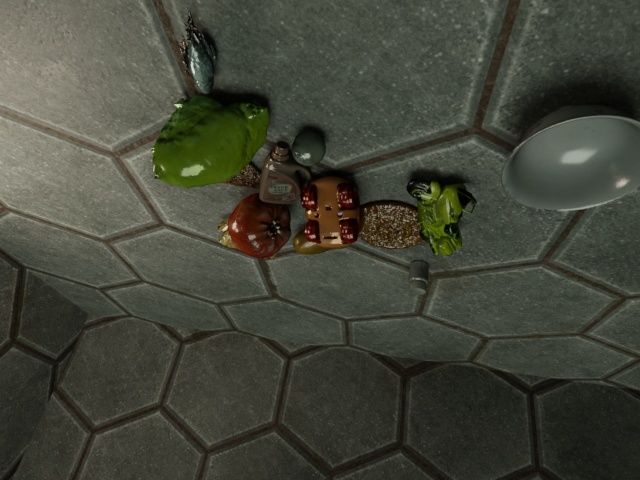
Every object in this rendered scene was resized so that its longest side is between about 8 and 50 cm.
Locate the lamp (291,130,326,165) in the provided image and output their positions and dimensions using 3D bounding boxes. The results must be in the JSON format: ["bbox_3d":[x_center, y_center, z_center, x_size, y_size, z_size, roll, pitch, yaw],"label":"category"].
[{"bbox_3d":[-0.035,-0.273,1.305,0.105,0.105,0.105,8,149,5],"label":"lamp"}]

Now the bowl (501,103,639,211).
[{"bbox_3d":[0.636,-0.233,1.105,0.346,0.157,0.345,7,149,4],"label":"bowl"}]

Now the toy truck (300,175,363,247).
[{"bbox_3d":[0.057,-0.098,1.519,0.189,0.239,0.264,0,106,18],"label":"toy truck"}]

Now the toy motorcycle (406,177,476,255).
[{"bbox_3d":[0.411,-0.084,1.451,0.206,0.142,0.342,16,152,32],"label":"toy motorcycle"}]

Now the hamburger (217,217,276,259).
[{"bbox_3d":[-0.291,-0.025,1.799,0.262,0.124,0.131,17,131,-19],"label":"hamburger"}]

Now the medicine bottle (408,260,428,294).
[{"bbox_3d":[0.414,0.158,1.849,0.080,0.130,0.080,8,150,5],"label":"medicine bottle"}]

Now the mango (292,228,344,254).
[{"bbox_3d":[0.000,0.000,1.756,0.228,0.099,0.136,-2,143,6],"label":"mango"}]

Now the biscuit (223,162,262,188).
[{"bbox_3d":[-0.268,-0.231,1.524,0.237,0.026,0.131,9,151,5],"label":"biscuit"}]

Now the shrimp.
[{"bbox_3d":[-0.305,-0.471,1.097,0.090,0.079,0.233,-22,151,-16],"label":"shrimp"}]

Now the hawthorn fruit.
[{"bbox_3d":[-0.243,-0.061,1.627,0.272,0.242,0.242,9,157,49],"label":"hawthorn fruit"}]

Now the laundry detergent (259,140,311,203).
[{"bbox_3d":[-0.108,-0.221,1.444,0.171,0.076,0.237,4,141,-17],"label":"laundry detergent"}]

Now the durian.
[{"bbox_3d":[-0.323,-0.278,1.258,0.256,0.339,0.204,31,172,11],"label":"durian"}]

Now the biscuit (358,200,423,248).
[{"bbox_3d":[0.263,-0.047,1.647,0.305,0.038,0.305,8,149,5],"label":"biscuit"}]
